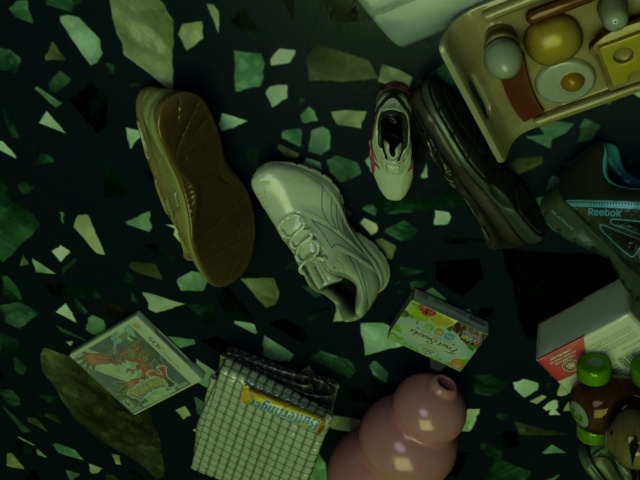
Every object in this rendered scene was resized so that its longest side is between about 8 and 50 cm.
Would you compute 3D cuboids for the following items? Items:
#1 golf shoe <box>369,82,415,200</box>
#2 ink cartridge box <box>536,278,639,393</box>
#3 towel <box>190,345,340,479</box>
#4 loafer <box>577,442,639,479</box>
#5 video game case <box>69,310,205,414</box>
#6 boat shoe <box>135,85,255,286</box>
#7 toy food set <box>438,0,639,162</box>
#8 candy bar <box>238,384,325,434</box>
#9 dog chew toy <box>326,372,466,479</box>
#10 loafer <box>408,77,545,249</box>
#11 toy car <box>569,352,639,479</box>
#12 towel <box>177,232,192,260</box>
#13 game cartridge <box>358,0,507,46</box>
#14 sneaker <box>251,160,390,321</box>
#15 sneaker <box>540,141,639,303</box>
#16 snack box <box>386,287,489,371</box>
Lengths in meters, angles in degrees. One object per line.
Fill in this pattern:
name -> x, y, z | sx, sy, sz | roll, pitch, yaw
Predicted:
golf shoe -> 0.100, -0.129, 1.335 | 0.067, 0.086, 0.186 | 3, 127, 11
ink cartridge box -> 0.484, 0.197, 1.461 | 0.237, 0.100, 0.172 | 43, 125, -17
towel -> -0.103, 0.342, 1.711 | 0.235, 0.121, 0.284 | 22, 123, 8
loafer -> 0.565, 0.440, 1.625 | 0.084, 0.096, 0.267 | -38, 107, 27
video game case -> -0.351, 0.237, 1.760 | 0.201, 0.023, 0.183 | -30, 113, 31
boat shoe -> -0.195, -0.085, 1.442 | 0.110, 0.121, 0.341 | 24, 136, 46
toy food set -> 0.331, -0.227, 1.168 | 0.306, 0.092, 0.220 | -18, 131, 24
candy bar -> -0.063, 0.291, 1.584 | 0.161, 0.018, 0.040 | 21, 121, 11
dog chew toy -> 0.145, 0.365, 1.622 | 0.206, 0.207, 0.332 | 25, 119, -4
loafer -> 0.208, -0.094, 1.323 | 0.095, 0.109, 0.302 | -26, 118, 34
toy car -> 0.441, 0.284, 1.351 | 0.149, 0.188, 0.155 | 0, 125, 15
towel -> -0.199, 0.008, 1.562 | 0.083, 0.009, 0.060 | 0, 124, 14
game cartridge -> 0.107, -0.397, 1.160 | 0.198, 0.062, 0.297 | -20, 118, 22
sneaker -> 0.000, 0.000, 1.429 | 0.111, 0.129, 0.297 | -31, 112, 33
sneaker -> 0.459, 0.003, 1.245 | 0.341, 0.125, 0.140 | 41, 120, 22
snack box -> 0.196, 0.150, 1.543 | 0.141, 0.037, 0.100 | 25, 129, -4
